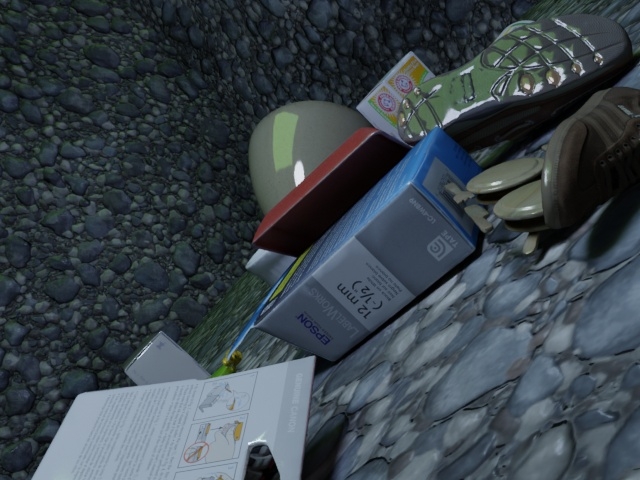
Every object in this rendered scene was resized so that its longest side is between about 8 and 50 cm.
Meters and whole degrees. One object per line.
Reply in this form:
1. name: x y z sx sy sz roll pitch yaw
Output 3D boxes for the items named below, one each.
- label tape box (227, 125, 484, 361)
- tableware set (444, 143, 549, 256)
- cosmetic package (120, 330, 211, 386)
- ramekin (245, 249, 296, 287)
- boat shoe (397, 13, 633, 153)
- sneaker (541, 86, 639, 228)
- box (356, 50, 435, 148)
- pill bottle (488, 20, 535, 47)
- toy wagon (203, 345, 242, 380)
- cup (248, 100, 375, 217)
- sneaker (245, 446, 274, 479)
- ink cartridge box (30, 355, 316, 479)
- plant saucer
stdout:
1. label tape box: 0.052 0.029 0.905 0.348 0.115 0.249 -45 5 28
2. tableware set: 0.203 -0.042 0.673 0.128 0.039 0.194 -22 15 5
3. cosmetic package: -0.344 0.294 1.514 0.113 0.160 0.309 -48 6 -17
4. ramekin: 0.000 0.000 1.309 0.277 0.135 0.277 -44 7 7
5. boat shoe: 0.265 -0.202 0.949 0.324 0.116 0.123 -16 60 35
6. sneaker: 0.235 -0.074 0.547 0.071 0.066 0.188 5 39 38
7. box: 0.187 -0.233 1.298 0.114 0.203 0.103 -49 7 -32
8. pill bottle: 0.307 -0.264 1.129 0.208 0.117 0.117 -49 8 -35
9. toy wagon: -0.244 0.317 1.133 0.344 0.068 0.267 -44 7 4
10. cup: -0.016 -0.117 1.579 0.331 0.331 0.237 -40 32 38
11. sneaker: -0.148 0.255 0.711 0.299 0.112 0.121 -46 6 -21
12. ink cartridge box: -0.132 0.232 0.568 0.261 0.066 0.296 -10 29 12
13. plant saucer: 0.055 -0.062 1.050 0.258 0.048 0.259 -41 -31 24
